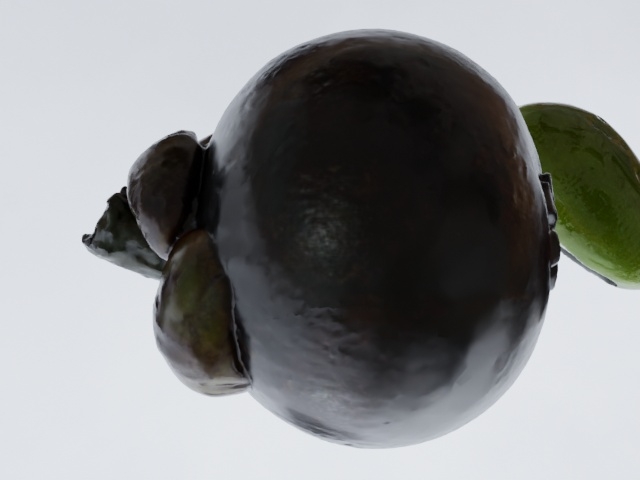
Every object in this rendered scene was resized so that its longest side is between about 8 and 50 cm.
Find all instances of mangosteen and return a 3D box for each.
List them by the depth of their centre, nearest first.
[{"bbox_3d":[0.000,0.000,0.373,0.140,0.140,0.140,9,-136,-9],"label":"mangosteen"}]

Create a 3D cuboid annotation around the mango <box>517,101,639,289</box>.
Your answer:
[{"bbox_3d":[0.189,-0.033,0.889,0.165,0.074,0.091,42,-100,8],"label":"mango"}]
